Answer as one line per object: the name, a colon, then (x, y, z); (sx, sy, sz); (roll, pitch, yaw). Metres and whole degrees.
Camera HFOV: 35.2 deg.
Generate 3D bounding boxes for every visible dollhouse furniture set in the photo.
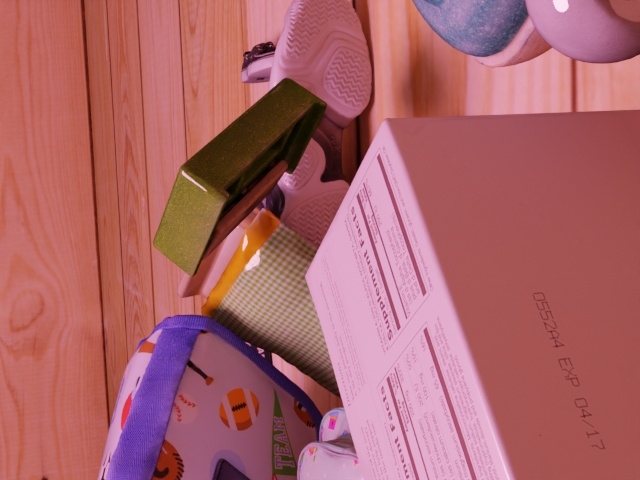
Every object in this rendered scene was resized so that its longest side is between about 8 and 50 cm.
dollhouse furniture set: (-0.032, 0.050, 0.843); (0.197, 0.151, 0.302); (35, 138, 5)

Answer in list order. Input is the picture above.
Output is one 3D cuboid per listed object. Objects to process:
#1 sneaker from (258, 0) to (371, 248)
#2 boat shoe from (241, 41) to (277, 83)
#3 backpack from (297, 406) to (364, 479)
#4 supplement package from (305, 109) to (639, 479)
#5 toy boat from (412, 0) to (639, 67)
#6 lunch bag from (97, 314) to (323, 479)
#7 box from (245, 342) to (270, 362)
sneaker: (-0.032, -0.106, 0.987); (0.153, 0.101, 0.269); (13, 102, 60)
boat shoe: (-0.066, -0.210, 1.175); (0.142, 0.049, 0.040); (-173, 80, -72)
backpack: (0.061, 0.206, 0.789); (0.188, 0.144, 0.166); (-175, 76, -72)
supplement package: (0.134, 0.085, 0.474); (0.145, 0.203, 0.262); (118, 142, -54)
toy boat: (0.120, -0.193, 0.531); (0.318, 0.148, 0.268); (-116, 30, -46)
lunch bag: (-0.119, 0.305, 0.942); (0.386, 0.238, 0.328); (81, -164, -46)
box: (-0.118, 0.208, 1.397); (0.220, 0.051, 0.175); (160, 105, -69)
